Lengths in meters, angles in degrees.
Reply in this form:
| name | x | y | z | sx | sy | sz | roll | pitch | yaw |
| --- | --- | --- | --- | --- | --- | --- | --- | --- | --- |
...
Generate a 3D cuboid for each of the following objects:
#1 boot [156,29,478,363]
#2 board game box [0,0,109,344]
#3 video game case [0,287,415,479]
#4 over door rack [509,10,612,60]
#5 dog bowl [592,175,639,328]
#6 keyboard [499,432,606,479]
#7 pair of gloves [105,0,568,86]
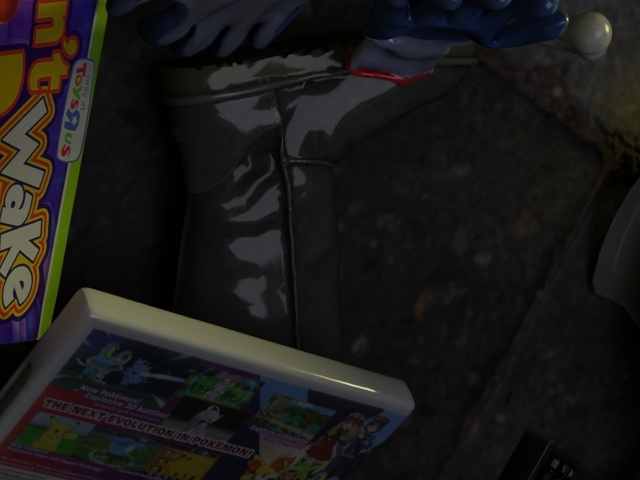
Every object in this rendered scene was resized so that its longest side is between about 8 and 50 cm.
| name | x | y | z | sx | sy | sz | roll | pitch | yaw |
| --- | --- | --- | --- | --- | --- | --- | --- | --- | --- |
| boot | 0.000 | -0.001 | 1.044 | 0.189 | 0.076 | 0.208 | -10 | 102 | -17 |
| board game box | -0.179 | -0.126 | 0.826 | 0.233 | 0.078 | 0.347 | -5 | 108 | -63 |
| video game case | -0.082 | 0.113 | 0.997 | 0.201 | 0.023 | 0.183 | 19 | 124 | -36 |
| over door rack | 0.113 | -0.223 | 0.969 | 0.324 | 0.108 | 0.239 | 11 | 97 | -64 |
| dog bowl | 0.320 | 0.076 | 1.129 | 0.102 | 0.349 | 0.349 | -18 | 113 | -45 |
| keyboard | 0.101 | 0.205 | 1.201 | 0.108 | 0.023 | 0.180 | 35 | 82 | -35 |
| pair of gloves | 0.006 | -0.101 | 0.907 | 0.198 | 0.159 | 0.023 | 5 | 79 | -20 |
